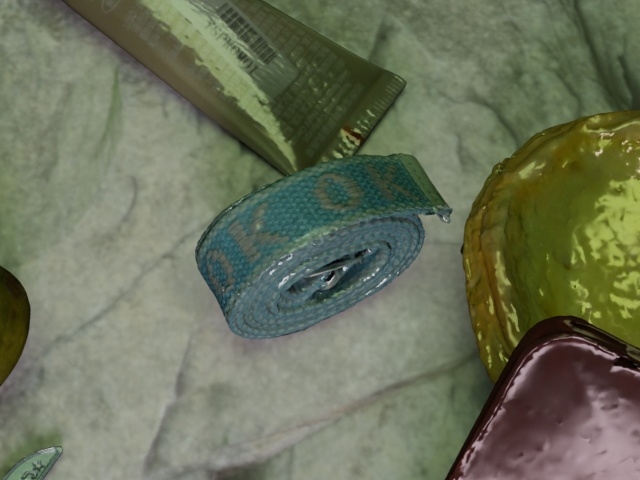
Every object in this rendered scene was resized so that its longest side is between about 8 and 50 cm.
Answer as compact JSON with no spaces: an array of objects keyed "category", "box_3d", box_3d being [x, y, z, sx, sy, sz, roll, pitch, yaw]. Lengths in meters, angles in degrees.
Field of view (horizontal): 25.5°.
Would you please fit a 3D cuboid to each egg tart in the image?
[{"category":"egg tart","box_3d":[0.238,0.046,1.048,0.294,0.123,0.294,-1,62,2]}]

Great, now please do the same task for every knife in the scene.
[{"category":"knife","box_3d":[-0.251,0.226,0.992,0.028,0.015,0.210,25,63,18]}]

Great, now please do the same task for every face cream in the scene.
[{"category":"face cream","box_3d":[-0.104,-0.176,1.178,0.341,0.084,0.137,34,68,5]}]

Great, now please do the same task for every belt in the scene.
[{"category":"belt","box_3d":[-0.008,0.003,1.049,0.163,0.147,0.082,-7,56,-38]}]

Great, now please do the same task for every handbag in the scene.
[{"category":"handbag","box_3d":[0.207,0.210,0.918,0.276,0.084,0.260,29,98,8]}]

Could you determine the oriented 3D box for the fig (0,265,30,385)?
[{"category":"fig","box_3d":[-0.293,0.081,1.026,0.133,0.185,0.126,26,22,-17]}]
